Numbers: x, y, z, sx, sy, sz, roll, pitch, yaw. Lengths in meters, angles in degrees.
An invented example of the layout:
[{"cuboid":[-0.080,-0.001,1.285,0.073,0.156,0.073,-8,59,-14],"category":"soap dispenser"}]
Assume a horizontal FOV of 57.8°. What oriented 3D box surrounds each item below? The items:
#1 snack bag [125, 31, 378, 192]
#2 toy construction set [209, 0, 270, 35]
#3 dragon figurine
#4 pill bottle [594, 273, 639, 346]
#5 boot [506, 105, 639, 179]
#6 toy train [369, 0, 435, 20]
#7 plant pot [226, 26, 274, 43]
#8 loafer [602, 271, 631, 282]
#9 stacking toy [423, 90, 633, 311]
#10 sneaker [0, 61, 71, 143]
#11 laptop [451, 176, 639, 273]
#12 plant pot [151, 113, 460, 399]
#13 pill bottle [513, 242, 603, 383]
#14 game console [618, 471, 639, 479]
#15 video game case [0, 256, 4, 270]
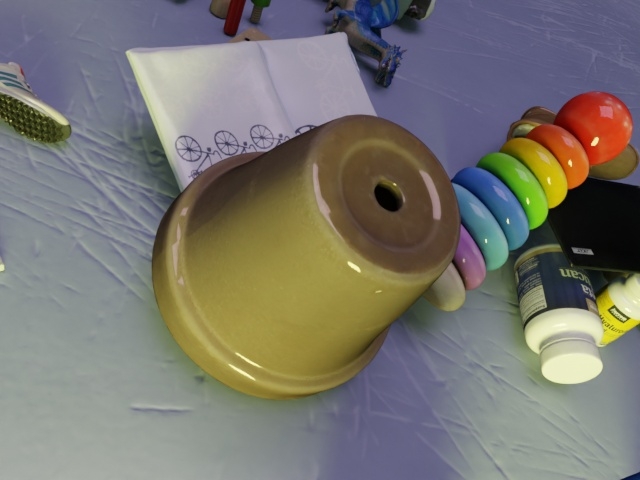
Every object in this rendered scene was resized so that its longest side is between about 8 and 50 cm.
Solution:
[{"cuboid":[-0.029,-0.116,0.734,0.342,0.037,0.323,-18,81,-35],"category":"snack bag"},{"cuboid":[-0.177,-0.530,0.949,0.257,0.237,0.309,-20,63,-37],"category":"toy construction set"},{"cuboid":[0.087,-0.412,1.061,0.144,0.085,0.289,10,63,-15],"category":"dragon figurine"},{"cuboid":[0.404,0.090,0.787,0.065,0.116,0.065,14,47,-15],"category":"pill bottle"},{"cuboid":[0.429,-0.146,0.974,0.236,0.089,0.269,25,24,12],"category":"boot"},{"cuboid":[0.092,-0.562,1.193,0.334,0.142,0.190,16,59,-16],"category":"toy train"},{"cuboid":[-0.099,-0.239,0.836,0.109,0.096,0.109,33,45,4],"category":"plant pot"},{"cuboid":[0.458,0.017,0.928,0.056,0.050,0.148,32,30,-3],"category":"loafer"},{"cuboid":[0.235,-0.064,0.694,0.330,0.141,0.141,-37,70,-3],"category":"stacking toy"},{"cuboid":[-0.358,-0.176,0.681,0.161,0.057,0.075,24,51,-2],"category":"sneaker"},{"cuboid":[0.359,-0.026,0.852,0.234,0.264,0.136,6,88,-23],"category":"laptop"},{"cuboid":[0.000,0.000,0.542,0.263,0.229,0.263,13,63,-26],"category":"plant pot"},{"cuboid":[0.310,0.094,0.754,0.094,0.094,0.169,18,47,-12],"category":"pill bottle"},{"cuboid":[0.104,0.283,0.350,0.250,0.293,0.173,-3,55,-29],"category":"game console"},{"cuboid":[-0.373,-0.009,0.562,0.087,0.011,0.122,-17,62,-35],"category":"video game case"}]
